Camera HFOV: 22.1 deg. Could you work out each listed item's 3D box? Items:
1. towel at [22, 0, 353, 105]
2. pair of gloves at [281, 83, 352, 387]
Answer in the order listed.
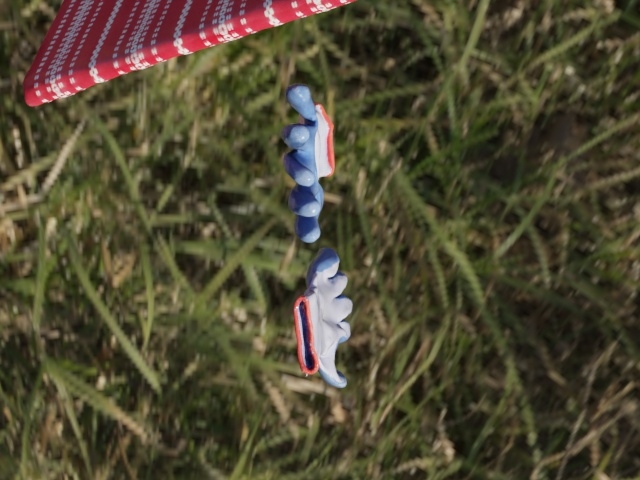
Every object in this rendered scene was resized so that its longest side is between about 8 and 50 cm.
[{"bbox_3d":[-0.038,-0.176,0.967,0.275,0.031,0.199,-14,38,28],"label":"towel"},{"bbox_3d":[0.000,0.000,1.016,0.023,0.159,0.198,-5,98,8],"label":"pair of gloves"}]
